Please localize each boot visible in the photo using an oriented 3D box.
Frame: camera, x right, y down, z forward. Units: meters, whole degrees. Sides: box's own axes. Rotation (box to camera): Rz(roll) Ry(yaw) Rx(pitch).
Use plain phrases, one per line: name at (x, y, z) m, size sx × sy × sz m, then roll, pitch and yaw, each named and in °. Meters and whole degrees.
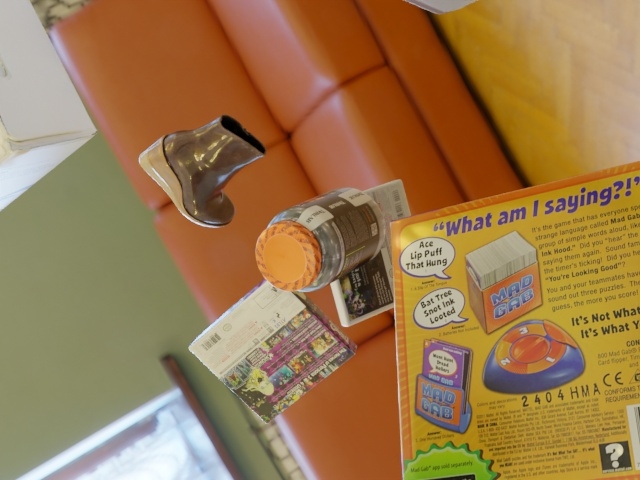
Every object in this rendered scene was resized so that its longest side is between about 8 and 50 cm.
boot at (-0.179, -0.118, 1.825) m, size 0.248 × 0.207 × 0.090 m, roll 40°, pitch -137°, yaw -42°

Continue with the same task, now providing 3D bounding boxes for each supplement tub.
supplement tub at (0.000, 0.000, 1.380) m, size 0.117 × 0.190 × 0.117 m, roll 8°, pitch 107°, yaw 28°

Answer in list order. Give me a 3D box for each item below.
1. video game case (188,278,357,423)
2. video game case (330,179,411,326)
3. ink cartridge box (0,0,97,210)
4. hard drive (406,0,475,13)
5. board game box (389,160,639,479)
video game case at (-0.087, 0.194, 1.850) m, size 0.210 × 0.232 × 0.042 m, roll 45°, pitch -160°, yaw -10°
video game case at (0.081, 0.017, 1.592) m, size 0.022 × 0.173 × 0.190 m, roll -3°, pitch 104°, yaw 57°
ink cartridge box at (-0.298, -0.094, 0.787) m, size 0.218 × 0.092 × 0.158 m, roll -30°, pitch 86°, yaw 35°
hard drive at (0.012, -0.321, 0.629) m, size 0.353 × 0.047 × 0.233 m, roll 69°, pitch -161°, yaw -1°
board game box at (0.320, 0.163, 1.220) m, size 0.356 × 0.356 × 0.356 m, roll 40°, pitch -137°, yaw -53°
